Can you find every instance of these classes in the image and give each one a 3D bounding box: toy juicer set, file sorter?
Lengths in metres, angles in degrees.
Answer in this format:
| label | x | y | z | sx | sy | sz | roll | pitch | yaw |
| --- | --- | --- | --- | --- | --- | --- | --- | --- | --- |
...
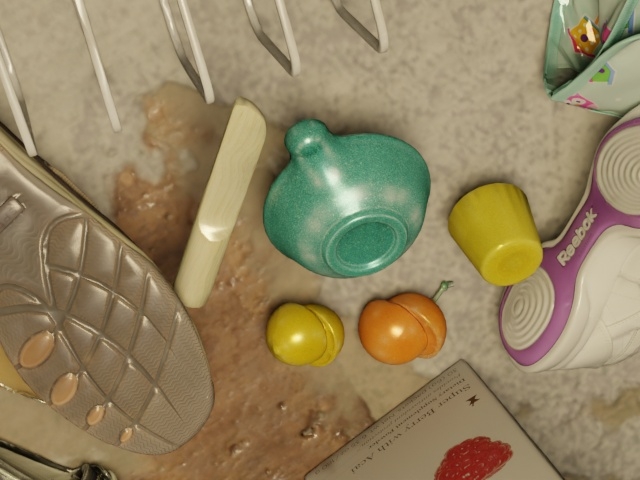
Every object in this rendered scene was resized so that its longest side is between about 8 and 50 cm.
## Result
| label | x | y | z | sx | sy | sz | roll | pitch | yaw |
| --- | --- | --- | --- | --- | --- | --- | --- | --- | --- |
| toy juicer set | 0.000 | 0.000 | 1.346 | 0.329 | 0.089 | 0.209 | 20 | 123 | -36 |
| file sorter | -0.113 | -0.191 | 1.234 | 0.277 | 0.193 | 0.173 | -17 | 112 | -7 |

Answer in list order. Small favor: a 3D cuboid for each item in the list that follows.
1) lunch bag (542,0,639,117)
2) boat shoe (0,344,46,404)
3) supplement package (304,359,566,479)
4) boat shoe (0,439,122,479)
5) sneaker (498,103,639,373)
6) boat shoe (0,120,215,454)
| label | x | y | z | sx | sy | sz | roll | pitch | yaw |
| --- | --- | --- | --- | --- | --- | --- | --- | --- | --- |
| lunch bag | 0.313 | -0.197 | 1.342 | 0.223 | 0.160 | 0.262 | 9 | 119 | -19 |
| boat shoe | -0.209 | 0.101 | 1.360 | 0.190 | 0.072 | 0.068 | 19 | 102 | -16 |
| supplement package | 0.130 | 0.252 | 1.361 | 0.177 | 0.293 | 0.175 | -37 | 110 | 0 |
| boat shoe | -0.191 | 0.219 | 1.397 | 0.219 | 0.078 | 0.070 | 23 | 102 | -16 |
| sneaker | 0.270 | -0.008 | 1.385 | 0.152 | 0.114 | 0.305 | 9 | 134 | -34 |
| boat shoe | -0.205 | 0.006 | 1.299 | 0.132 | 0.130 | 0.355 | -37 | 103 | 7 |
